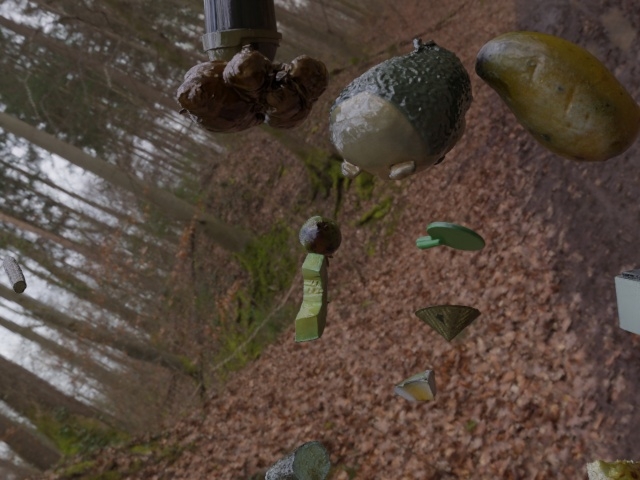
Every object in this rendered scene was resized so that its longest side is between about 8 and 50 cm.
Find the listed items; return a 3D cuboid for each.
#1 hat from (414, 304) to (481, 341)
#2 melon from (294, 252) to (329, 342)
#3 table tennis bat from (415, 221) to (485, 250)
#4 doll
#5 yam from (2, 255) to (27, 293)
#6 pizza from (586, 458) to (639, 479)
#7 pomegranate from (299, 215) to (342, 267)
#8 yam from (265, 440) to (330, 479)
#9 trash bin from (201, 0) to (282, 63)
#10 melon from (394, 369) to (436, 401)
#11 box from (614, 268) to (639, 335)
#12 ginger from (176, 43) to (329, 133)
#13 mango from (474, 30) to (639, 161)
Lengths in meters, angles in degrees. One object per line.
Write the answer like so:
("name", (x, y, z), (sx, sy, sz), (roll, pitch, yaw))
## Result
("hat", (0.283, 0.193, 1.370), (0.146, 0.146, 0.067), (106, 167, -68))
("melon", (-0.017, 0.136, 1.486), (0.118, 0.064, 0.209), (6, -94, -73))
("table tennis bat", (0.352, -0.005, 1.741), (0.257, 0.160, 0.039), (-16, 50, 64))
("doll", (0.174, -0.245, 1.198), (0.349, 0.247, 0.247), (-51, -10, -40))
("yam", (-0.422, 0.045, 0.854), (0.116, 0.021, 0.021), (29, 90, 54))
("pizza", (0.739, 0.614, 1.464), (0.080, 0.188, 0.204), (130, 149, -56))
("pomegranate", (-0.004, 0.013, 2.260), (0.156, 0.156, 0.220), (-52, -26, -60))
("yam", (-0.064, 0.571, 1.524), (0.183, 0.107, 0.107), (-45, 7, 41))
("trash bin", (-0.210, -0.587, 1.633), (0.214, 0.214, 0.334), (-37, -55, -77))
("melon", (0.343, 0.490, 2.098), (0.139, 0.093, 0.202), (-30, -3, -35))
("box", (0.690, 0.104, 1.098), (0.225, 0.225, 0.117), (-143, 44, -84))
("ginger", (-0.144, -0.313, 1.323), (0.274, 0.357, 0.152), (4, 99, 62))
("mango", (0.457, -0.283, 1.183), (0.176, 0.329, 0.175), (-43, 1, 12))
